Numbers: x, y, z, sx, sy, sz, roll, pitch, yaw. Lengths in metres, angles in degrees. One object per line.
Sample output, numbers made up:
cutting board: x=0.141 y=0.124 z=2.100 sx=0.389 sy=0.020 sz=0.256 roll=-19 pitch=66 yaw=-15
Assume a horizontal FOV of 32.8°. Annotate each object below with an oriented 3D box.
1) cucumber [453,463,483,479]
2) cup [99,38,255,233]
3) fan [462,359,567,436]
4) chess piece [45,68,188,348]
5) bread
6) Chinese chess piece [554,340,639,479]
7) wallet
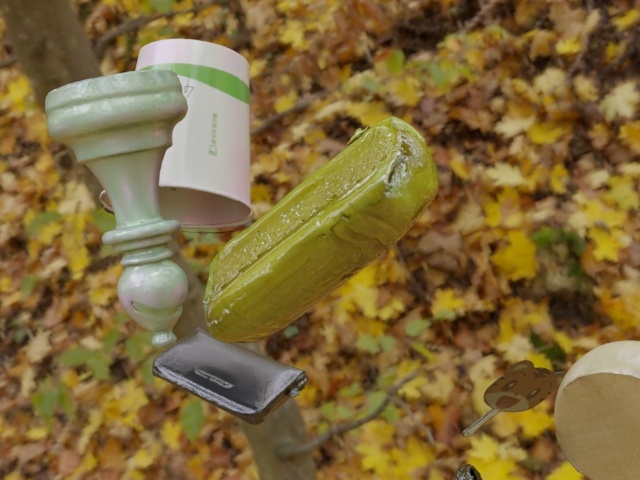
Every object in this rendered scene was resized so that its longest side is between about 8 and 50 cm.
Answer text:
cucumber: x=0.252 y=0.453 z=1.820 sx=0.067 sy=0.067 sz=0.245 roll=-19 pitch=17 yaw=18
cup: x=-0.224 y=-0.171 z=1.784 sx=0.253 sy=0.273 sz=0.253 roll=3 pitch=-14 yaw=1
fan: x=0.342 y=0.296 z=1.994 sx=0.226 sy=0.153 sz=0.008 roll=-47 pitch=41 yaw=29
chess piece: x=-0.179 y=-0.026 z=1.076 sx=0.139 sy=0.271 sz=0.139 roll=-12 pitch=4 yaw=1
bread: x=0.000 y=0.000 z=1.368 sx=0.383 sy=0.112 sz=0.166 roll=-39 pitch=29 yaw=31
Chinese chess piece: x=0.469 y=0.269 z=1.605 sx=0.250 sy=0.249 sz=0.103 roll=-11 pitch=18 yaw=42
wallet: x=-0.153 y=0.225 z=1.825 sx=0.250 sy=0.044 sz=0.149 roll=22 pitch=36 yaw=29
